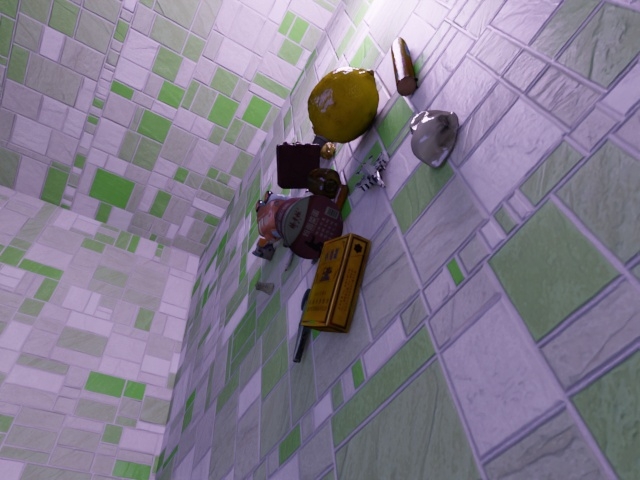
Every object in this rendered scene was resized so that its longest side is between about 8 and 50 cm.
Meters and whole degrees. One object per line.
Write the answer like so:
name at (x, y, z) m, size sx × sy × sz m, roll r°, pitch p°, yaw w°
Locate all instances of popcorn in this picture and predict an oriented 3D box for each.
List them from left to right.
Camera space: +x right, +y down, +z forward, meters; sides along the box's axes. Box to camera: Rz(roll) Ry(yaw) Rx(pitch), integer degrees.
popcorn at (0.035, -0.409, 2.058) m, size 0.082 × 0.057 × 0.083 m, roll -54°, pitch 21°, yaw 13°

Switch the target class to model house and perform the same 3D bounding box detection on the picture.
model house at (-0.289, 0.043, 2.320) m, size 0.100 × 0.087 × 0.100 m, roll 18°, pitch 87°, yaw 65°

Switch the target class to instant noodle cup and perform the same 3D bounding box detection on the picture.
instant noodle cup at (-0.058, -0.061, 1.665) m, size 0.178 × 0.234 × 0.235 m, roll 23°, pitch 90°, yaw 63°

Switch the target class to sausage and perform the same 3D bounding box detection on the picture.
sausage at (0.303, -0.659, 1.660) m, size 0.082 × 0.082 × 0.372 m, roll -48°, pitch 28°, yaw 39°

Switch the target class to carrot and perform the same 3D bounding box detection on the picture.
carrot at (0.064, -0.125, 1.733) m, size 0.047 × 0.047 × 0.191 m, roll 15°, pitch 87°, yaw 68°

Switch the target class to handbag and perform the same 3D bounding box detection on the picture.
handbag at (-0.102, -0.343, 2.049) m, size 0.074 × 0.203 × 0.216 m, roll -151°, pitch 57°, yaw -67°

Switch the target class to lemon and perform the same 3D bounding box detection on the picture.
lemon at (0.096, -0.529, 1.759) m, size 0.322 × 0.268 × 0.268 m, roll -36°, pitch 30°, yaw 14°

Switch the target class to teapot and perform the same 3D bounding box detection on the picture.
teapot at (-0.267, 0.219, 2.102) m, size 0.067 × 0.083 × 0.057 m, roll -29°, pitch 48°, yaw 54°

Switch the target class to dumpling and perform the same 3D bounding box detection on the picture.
dumpling at (0.317, -0.297, 1.256) m, size 0.150 × 0.092 × 0.176 m, roll -35°, pitch 30°, yaw 30°

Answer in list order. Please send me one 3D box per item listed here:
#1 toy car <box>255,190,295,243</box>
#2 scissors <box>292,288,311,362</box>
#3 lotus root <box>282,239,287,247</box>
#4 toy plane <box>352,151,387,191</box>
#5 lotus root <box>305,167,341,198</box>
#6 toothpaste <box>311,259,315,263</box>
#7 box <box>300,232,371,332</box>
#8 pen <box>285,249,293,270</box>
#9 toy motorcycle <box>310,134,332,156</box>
toy car at (-0.208, -0.103, 2.178) m, size 0.270 × 0.180 × 0.213 m, roll -31°, pitch 51°, yaw 57°
scissors at (-0.053, 0.290, 1.587) m, size 0.138 × 0.041 × 0.289 m, roll -38°, pitch 32°, yaw 53°
lotus root at (-0.118, -0.004, 1.965) m, size 0.165 × 0.088 × 0.088 m, roll -10°, pitch 60°, yaw 57°
toy plane at (0.180, -0.219, 1.523) m, size 0.160 × 0.082 × 0.234 m, roll -50°, pitch 40°, yaw 15°
lotus root at (0.016, -0.233, 1.840) m, size 0.241 × 0.123 × 0.124 m, roll -146°, pitch 51°, yaw -66°
toothpaste at (0.000, 0.000, 1.765) m, size 0.057 × 0.034 × 0.197 m, roll -159°, pitch 91°, yaw -84°
box at (0.048, 0.139, 1.441) m, size 0.193 × 0.084 × 0.302 m, roll -18°, pitch 52°, yaw 62°
pen at (-0.124, 0.036, 2.027) m, size 0.026 × 0.026 × 0.218 m, roll -14°, pitch 56°, yaw 64°
toy motorcycle at (0.011, -0.488, 2.158) m, size 0.263 × 0.091 × 0.157 m, roll -57°, pitch 15°, yaw 19°
